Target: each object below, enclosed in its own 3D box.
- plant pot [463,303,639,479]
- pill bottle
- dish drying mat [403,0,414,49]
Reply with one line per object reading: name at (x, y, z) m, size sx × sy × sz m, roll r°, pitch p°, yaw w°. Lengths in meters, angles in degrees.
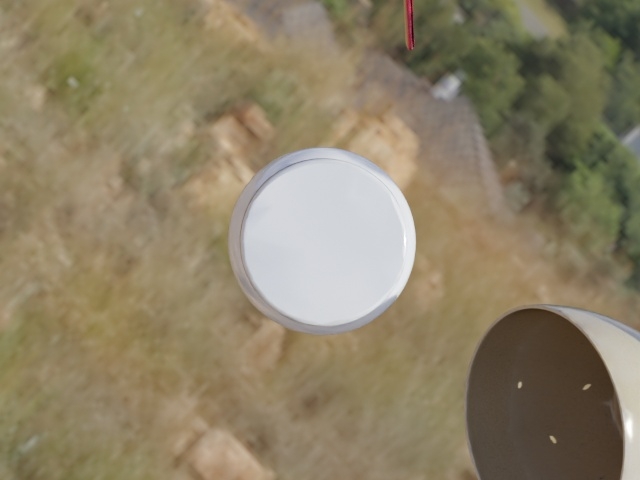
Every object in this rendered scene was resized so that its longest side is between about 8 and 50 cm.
plant pot at (0.332, 0.209, 2.027) m, size 0.191 × 0.284 × 0.284 m, roll -5°, pitch 49°, yaw -33°
pill bottle at (0.000, 0.000, 1.485) m, size 0.160 × 0.160 × 0.283 m, roll 45°, pitch -1°, yaw -1°
dish drying mat at (0.081, -0.218, 1.562) m, size 0.032 × 0.008 × 0.083 m, roll -101°, pitch -173°, yaw -74°
